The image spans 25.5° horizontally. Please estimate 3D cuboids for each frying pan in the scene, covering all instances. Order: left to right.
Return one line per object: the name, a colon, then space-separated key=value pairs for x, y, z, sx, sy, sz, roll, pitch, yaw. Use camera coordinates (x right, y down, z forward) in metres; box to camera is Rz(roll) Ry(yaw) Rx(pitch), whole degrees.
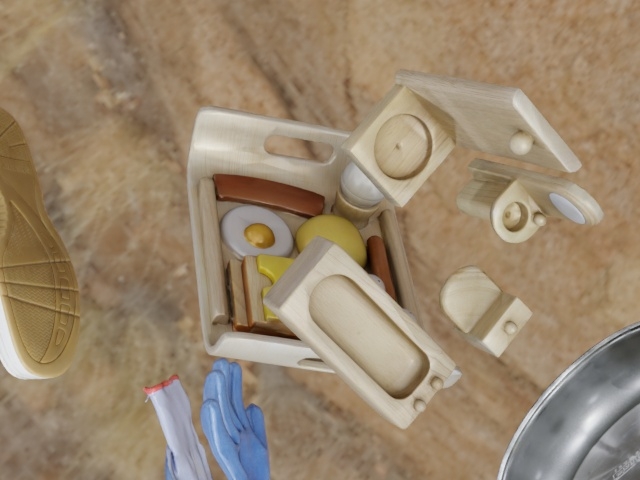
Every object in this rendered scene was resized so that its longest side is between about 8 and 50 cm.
frying pan: x=0.208 y=0.191 z=1.061 sx=0.053 sy=0.197 sz=0.326 roll=45 pitch=144 yaw=40

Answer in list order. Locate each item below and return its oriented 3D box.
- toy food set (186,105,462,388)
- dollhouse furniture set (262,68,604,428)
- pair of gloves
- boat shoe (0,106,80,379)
toy food set: x=0.000 y=0.000 z=1.303 sx=0.219 sy=0.306 sz=0.092 roll=9 pitch=131 yaw=-18
dollhouse furniture set: x=0.069 y=0.015 z=0.764 sx=0.144 sy=0.151 sz=0.123 roll=45 pitch=169 yaw=-26
pair of gloves: x=-0.062 y=0.159 z=0.934 sx=0.023 sy=0.198 sz=0.159 roll=-20 pitch=84 yaw=14
boat shoe: x=-0.296 y=0.011 z=1.285 sx=0.096 sy=0.098 sz=0.277 roll=-31 pitch=63 yaw=26
